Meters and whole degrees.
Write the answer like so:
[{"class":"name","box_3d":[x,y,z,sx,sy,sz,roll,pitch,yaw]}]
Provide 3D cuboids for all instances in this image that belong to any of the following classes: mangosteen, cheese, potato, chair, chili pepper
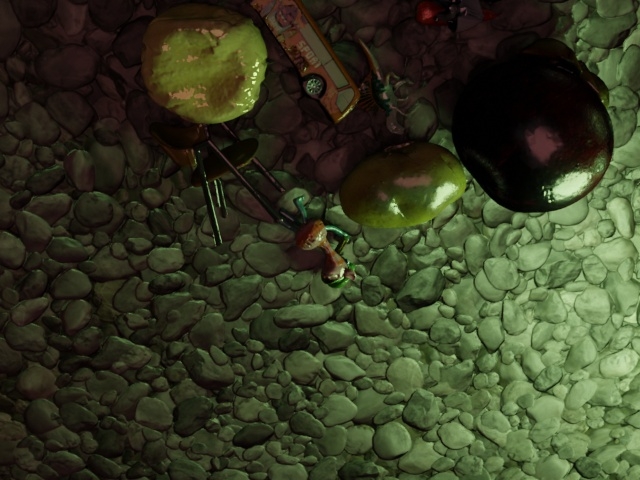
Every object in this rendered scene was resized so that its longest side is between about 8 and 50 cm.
[{"class":"mangosteen","box_3d":[0.399,-0.198,1.490,0.300,0.300,0.300,-1,113,-2]},{"class":"cheese","box_3d":[-0.211,-0.315,1.486,0.226,0.117,0.214,8,124,3]},{"class":"potato","box_3d":[0.157,-0.108,1.592,0.248,0.143,0.169,-17,117,14]},{"class":"chair","box_3d":[-0.192,-0.139,1.552,0.172,0.158,0.246,-21,113,9]},{"class":"chili pepper","box_3d":[0.252,-0.419,1.523,0.178,0.027,0.045,3,112,-5]}]

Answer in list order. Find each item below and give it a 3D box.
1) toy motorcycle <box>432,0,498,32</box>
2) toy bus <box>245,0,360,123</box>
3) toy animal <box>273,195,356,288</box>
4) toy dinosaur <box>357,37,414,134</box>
[{"class":"toy motorcycle","box_3d":[0.207,-0.468,1.446,0.271,0.106,0.159,20,91,-11]},{"class":"toy bus","box_3d":[-0.065,-0.397,1.485,0.092,0.093,0.408,-34,111,5]},{"class":"toy animal","box_3d":[0.000,0.000,1.666,0.208,0.100,0.103,47,64,-16]},{"class":"toy dinosaur","box_3d":[0.110,-0.290,1.568,0.187,0.044,0.106,35,122,-16]}]
